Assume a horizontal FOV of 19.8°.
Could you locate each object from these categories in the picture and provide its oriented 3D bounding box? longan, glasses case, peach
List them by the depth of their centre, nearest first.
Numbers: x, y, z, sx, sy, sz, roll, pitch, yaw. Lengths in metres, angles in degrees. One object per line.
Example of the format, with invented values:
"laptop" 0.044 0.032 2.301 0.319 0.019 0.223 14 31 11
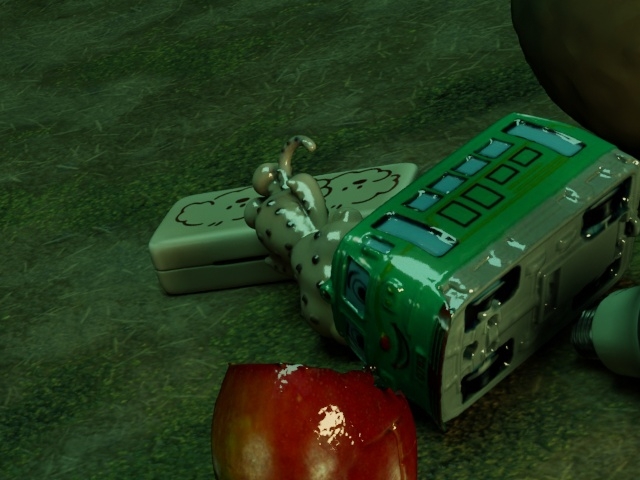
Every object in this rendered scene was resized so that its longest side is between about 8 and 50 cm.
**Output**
"peach" -0.006 0.183 1.655 0.196 0.226 0.190 -25 29 -15
"longan" 0.436 -0.281 2.098 0.435 0.404 0.404 12 32 10
"glasses case" -0.038 -0.015 2.265 0.336 0.076 0.144 -8 27 20

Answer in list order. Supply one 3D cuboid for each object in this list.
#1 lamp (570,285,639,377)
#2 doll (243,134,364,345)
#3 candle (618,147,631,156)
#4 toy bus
"lamp" 0.366 0.081 1.727 0.182 0.182 0.314 -23 4 -11
"doll" -0.001 0.001 2.066 0.119 0.154 0.278 0 36 -32
"candle" 0.321 -0.063 2.165 0.051 0.048 0.329 -16 22 37
"toy bus" 0.164 0.016 1.893 0.199 0.184 0.343 32 50 30
